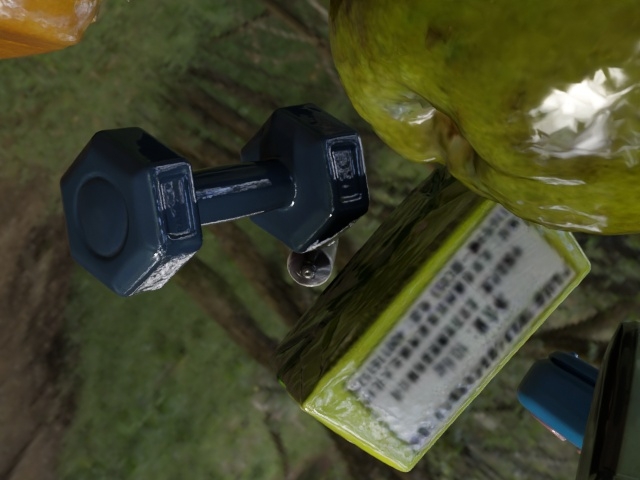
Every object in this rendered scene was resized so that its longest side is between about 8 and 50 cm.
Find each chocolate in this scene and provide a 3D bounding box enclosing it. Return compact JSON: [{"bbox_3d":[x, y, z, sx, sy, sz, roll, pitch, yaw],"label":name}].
[{"bbox_3d":[0.101,0.068,1.240,0.301,0.137,0.289,-49,-172,-3],"label":"chocolate"}]

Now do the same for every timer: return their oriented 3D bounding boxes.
[{"bbox_3d":[0.437,0.277,1.665,0.115,0.309,0.340,-56,-145,0],"label":"timer"}]

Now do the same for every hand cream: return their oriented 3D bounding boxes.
[{"bbox_3d":[0.000,0.000,1.528,0.186,0.054,0.087,-66,171,-63],"label":"hand cream"}]

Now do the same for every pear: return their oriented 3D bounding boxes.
[{"bbox_3d":[0.201,-0.187,0.704,0.413,0.352,0.352,-44,176,1],"label":"pear"}]

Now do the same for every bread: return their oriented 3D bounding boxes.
[{"bbox_3d":[-0.393,-0.291,1.376,0.388,0.236,0.183,-4,-117,49],"label":"bread"}]

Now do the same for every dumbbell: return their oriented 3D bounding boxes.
[{"bbox_3d":[-0.096,-0.048,1.253,0.316,0.143,0.156,-14,158,-45],"label":"dumbbell"}]

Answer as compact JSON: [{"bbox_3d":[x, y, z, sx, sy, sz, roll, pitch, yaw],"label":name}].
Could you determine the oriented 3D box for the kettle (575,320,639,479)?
[{"bbox_3d":[0.354,0.209,0.814,0.361,0.376,0.250,-38,138,-72],"label":"kettle"}]
